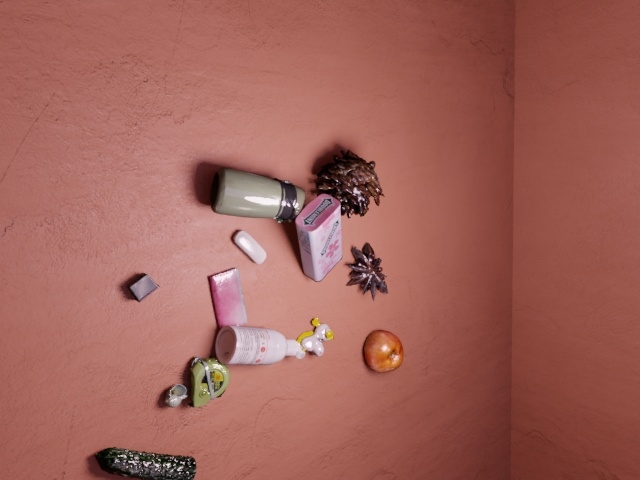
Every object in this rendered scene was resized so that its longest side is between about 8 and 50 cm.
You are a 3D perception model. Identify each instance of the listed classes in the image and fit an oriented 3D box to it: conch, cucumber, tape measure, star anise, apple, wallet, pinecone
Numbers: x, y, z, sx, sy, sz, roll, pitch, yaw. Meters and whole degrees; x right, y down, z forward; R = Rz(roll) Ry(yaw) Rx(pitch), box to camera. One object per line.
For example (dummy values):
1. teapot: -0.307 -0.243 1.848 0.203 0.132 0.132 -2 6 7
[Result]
1. conch: -0.527 0.561 1.596 0.085 0.056 0.076 2 77 -67
2. cucumber: -0.606 0.784 1.540 0.359 0.096 0.096 31 77 -37
3. tape measure: -0.418 0.517 1.652 0.154 0.087 0.178 -2 96 -26
4. star anise: 0.223 0.148 2.087 0.212 0.129 0.283 -48 113 -30
5. apple: 0.313 0.550 2.180 0.209 0.164 0.209 -4 98 -35
6. wallet: -0.354 0.231 1.703 0.119 0.025 0.232 -17 107 -36
7. pinecone: 0.122 -0.225 1.866 0.296 0.298 0.242 -32 159 -20

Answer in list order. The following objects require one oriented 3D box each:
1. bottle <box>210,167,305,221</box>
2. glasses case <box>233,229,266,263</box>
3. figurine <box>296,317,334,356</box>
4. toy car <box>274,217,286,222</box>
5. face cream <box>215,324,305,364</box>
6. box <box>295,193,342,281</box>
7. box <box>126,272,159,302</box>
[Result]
1. bottle: -0.221 -0.160 1.627 0.347 0.168 0.168 7 92 -27
2. glasses case: -0.275 0.027 1.726 0.164 0.041 0.063 48 66 -31
3. figurine: -0.027 0.443 1.959 0.129 0.109 0.178 42 69 -6
4. toy car: -0.201 -0.128 1.753 0.186 0.058 0.093 17 84 -26
5. face cream: -0.224 0.423 1.757 0.369 0.145 0.145 18 85 -44
6. box: 0.000 0.000 1.796 0.190 0.112 0.370 -44 153 -26
7. box: -0.598 0.157 1.483 0.084 0.060 0.063 -42 115 -25
